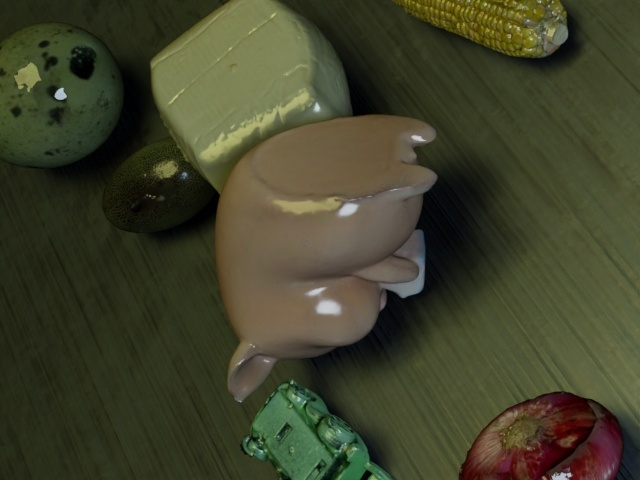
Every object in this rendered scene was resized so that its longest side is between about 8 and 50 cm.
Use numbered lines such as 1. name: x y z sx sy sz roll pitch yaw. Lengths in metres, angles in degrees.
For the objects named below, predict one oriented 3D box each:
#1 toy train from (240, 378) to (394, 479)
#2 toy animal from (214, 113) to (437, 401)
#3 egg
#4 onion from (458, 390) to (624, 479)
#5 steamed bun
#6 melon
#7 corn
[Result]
1. toy train: -0.006 0.210 1.389 0.099 0.081 0.149 -55 43 8
2. toy animal: 0.001 0.003 1.387 0.213 0.256 0.195 1 37 -2
3. egg: -0.348 -0.175 1.752 0.228 0.177 0.177 -33 53 44
4. onion: 0.205 0.215 1.207 0.150 0.140 0.150 -28 14 8
5. steamed bun: -0.063 -0.150 1.522 0.200 0.155 0.250 -35 51 8
6. melon: -0.187 -0.063 1.625 0.162 0.099 0.099 -27 57 30
7. corn: 0.159 -0.246 1.435 0.238 0.080 0.080 30 92 40
